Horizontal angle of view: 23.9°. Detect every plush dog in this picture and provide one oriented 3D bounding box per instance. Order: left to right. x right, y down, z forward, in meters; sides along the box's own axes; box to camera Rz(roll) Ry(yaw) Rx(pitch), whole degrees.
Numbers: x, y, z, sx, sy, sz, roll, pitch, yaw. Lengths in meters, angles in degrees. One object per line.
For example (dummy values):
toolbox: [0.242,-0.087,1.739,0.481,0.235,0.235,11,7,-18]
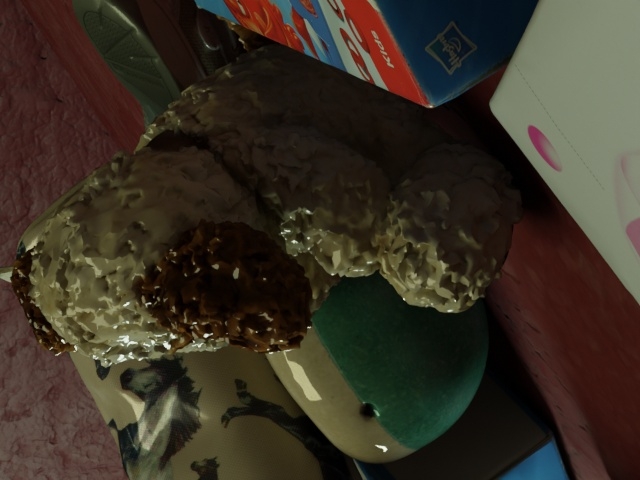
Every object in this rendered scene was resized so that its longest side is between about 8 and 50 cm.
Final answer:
plush dog: [-0.057,-0.016,0.835,0.262,0.225,0.210,-11,112,50]

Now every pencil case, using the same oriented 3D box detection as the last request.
pencil case: [-0.082,0.145,1.116,0.160,0.183,0.410,4,-125,-60]

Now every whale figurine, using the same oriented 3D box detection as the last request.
whale figurine: [0.040,0.032,1.093,0.216,0.141,0.272,52,-163,-26]

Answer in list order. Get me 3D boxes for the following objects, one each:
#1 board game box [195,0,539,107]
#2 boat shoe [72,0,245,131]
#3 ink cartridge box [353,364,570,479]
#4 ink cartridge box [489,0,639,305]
board game box: [-0.049,-0.229,0.651,0.308,0.086,0.302,59,169,-25]
boat shoe: [-0.092,-0.128,1.245,0.118,0.103,0.320,24,159,35]
ink cartridge box: [0.114,0.215,1.273,0.223,0.129,0.307,45,167,43]
ink cartridge box: [0.188,0.025,0.430,0.330,0.071,0.324,54,170,10]
